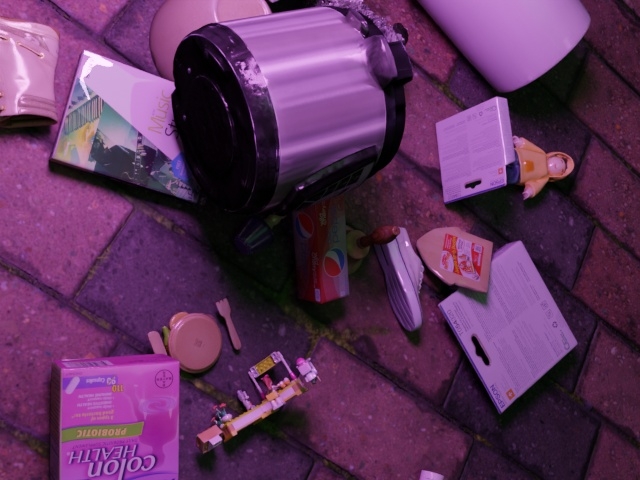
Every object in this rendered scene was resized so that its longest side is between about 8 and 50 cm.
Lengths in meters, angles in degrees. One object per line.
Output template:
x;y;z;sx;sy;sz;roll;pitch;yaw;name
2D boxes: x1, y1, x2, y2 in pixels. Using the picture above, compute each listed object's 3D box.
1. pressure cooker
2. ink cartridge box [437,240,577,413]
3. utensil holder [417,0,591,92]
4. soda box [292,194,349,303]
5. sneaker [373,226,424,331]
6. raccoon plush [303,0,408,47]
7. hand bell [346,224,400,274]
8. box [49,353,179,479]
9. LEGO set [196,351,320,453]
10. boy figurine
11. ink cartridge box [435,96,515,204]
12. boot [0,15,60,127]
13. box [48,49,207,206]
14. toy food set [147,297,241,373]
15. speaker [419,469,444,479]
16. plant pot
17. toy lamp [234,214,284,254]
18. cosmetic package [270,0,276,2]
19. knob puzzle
-0.034;-0.268;1.496;0.421;0.370;0.375;-19;132;-31;pressure cooker
0.471;0.217;1.964;0.330;0.071;0.324;-32;96;-27;ink cartridge box
0.461;-0.626;1.981;0.385;0.328;0.327;44;63;-16;utensil holder
0.000;0.000;1.687;0.092;0.083;0.263;-14;105;-41;soda box
0.208;0.085;1.829;0.091;0.094;0.258;-14;86;-26;sneaker
0.003;-0.443;1.770;0.299;0.216;0.446;37;65;-9;raccoon plush
0.105;0.000;1.703;0.126;0.242;0.126;7;76;-28;hand bell
-0.380;0.341;1.415;0.214;0.117;0.242;1;90;-28;box
-0.143;0.320;1.586;0.287;0.132;0.107;-31;78;-7;LEGO set
0.566;-0.195;2.087;0.285;0.092;0.177;3;76;-25;boy figurine
0.386;-0.218;1.913;0.045;0.223;0.223;3;79;-34;ink cartridge box
-0.630;-0.321;1.451;0.262;0.095;0.203;2;80;-33;boot
-0.364;-0.225;1.579;0.322;0.058;0.232;16;81;-24;box
-0.263;0.208;1.583;0.192;0.039;0.132;-23;99;-36;toy food set
0.245;0.604;1.770;0.055;0.055;0.136;26;69;-22;speaker
-0.203;-0.446;1.653;0.284;0.191;0.284;6;78;-28;plant pot
-0.084;-0.067;1.711;0.275;0.080;0.080;-42;101;-31;toy lamp
-0.114;-0.698;1.701;0.284;0.097;0.377;-32;62;-28;cosmetic package
0.328;0.042;1.913;0.213;0.030;0.213;9;50;-11;knob puzzle
